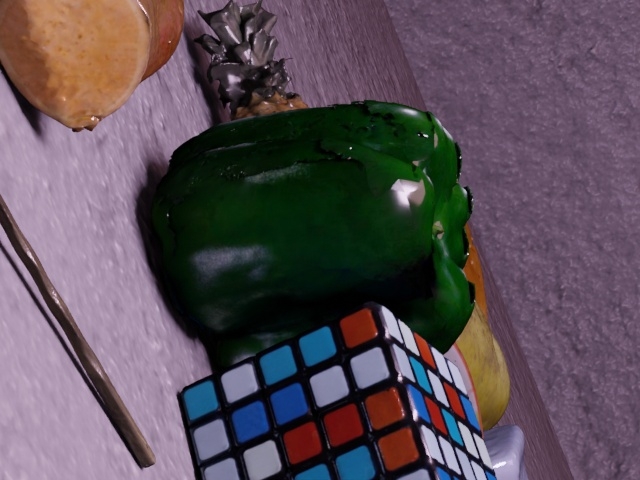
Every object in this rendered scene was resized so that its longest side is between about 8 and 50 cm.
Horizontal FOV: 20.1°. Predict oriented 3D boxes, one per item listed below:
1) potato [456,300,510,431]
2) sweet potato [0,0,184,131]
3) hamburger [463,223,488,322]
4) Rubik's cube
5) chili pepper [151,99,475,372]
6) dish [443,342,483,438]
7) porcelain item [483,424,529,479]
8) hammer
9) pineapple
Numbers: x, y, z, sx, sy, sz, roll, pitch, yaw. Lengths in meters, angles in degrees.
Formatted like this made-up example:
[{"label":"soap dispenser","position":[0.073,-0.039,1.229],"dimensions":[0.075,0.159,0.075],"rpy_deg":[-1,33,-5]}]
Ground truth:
[{"label":"potato","position":[0.128,0.129,2.106],"dimensions":[0.228,0.148,0.197],"rpy_deg":[36,57,-56]},{"label":"sweet potato","position":[-0.168,-0.193,1.447],"dimensions":[0.337,0.131,0.131],"rpy_deg":[-75,141,-70]},{"label":"hamburger","position":[0.125,0.039,2.286],"dimensions":[0.156,0.144,0.283],"rpy_deg":[48,24,-57]},{"label":"Rubik's cube","position":[0.025,0.183,1.409],"dimensions":[0.184,0.187,0.182],"rpy_deg":[45,24,-56]},{"label":"chili pepper","position":[0.000,0.000,1.532],"dimensions":[0.248,0.256,0.233],"rpy_deg":[58,27,-44]},{"label":"dish","position":[0.066,0.204,1.730],"dimensions":[0.260,0.085,0.260],"rpy_deg":[16,71,-58]},{"label":"porcelain item","position":[0.224,0.413,1.921],"dimensions":[0.405,0.178,0.242],"rpy_deg":[65,12,-4]},{"label":"hammer","position":[-0.178,0.041,1.197],"dimensions":[0.058,0.029,0.292],"rpy_deg":[-88,154,-61]},{"label":"pineapple","position":[-0.057,-0.138,1.866],"dimensions":[0.128,0.128,0.248],"rpy_deg":[47,20,-60]}]
